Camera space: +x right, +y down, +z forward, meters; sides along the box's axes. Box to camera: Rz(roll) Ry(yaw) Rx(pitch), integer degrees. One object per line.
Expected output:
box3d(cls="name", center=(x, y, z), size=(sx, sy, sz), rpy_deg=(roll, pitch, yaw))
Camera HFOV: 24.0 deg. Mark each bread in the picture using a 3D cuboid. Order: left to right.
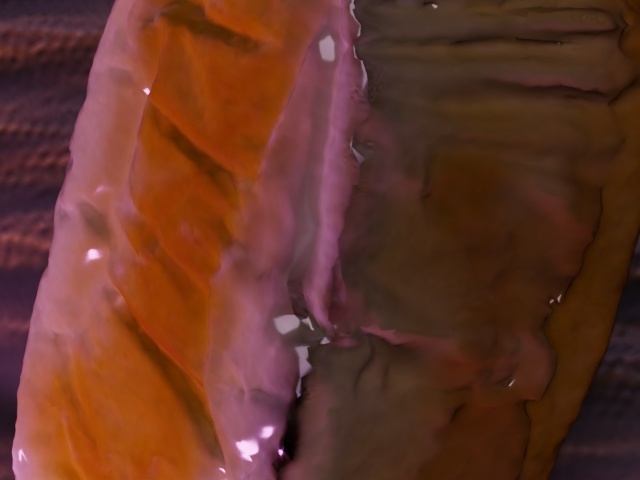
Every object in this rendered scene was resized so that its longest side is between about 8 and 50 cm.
box3d(cls="bread", center=(0.008, 0.008, 0.656), size=(0.236, 0.183, 0.389), rpy_deg=(38, 117, 37))
